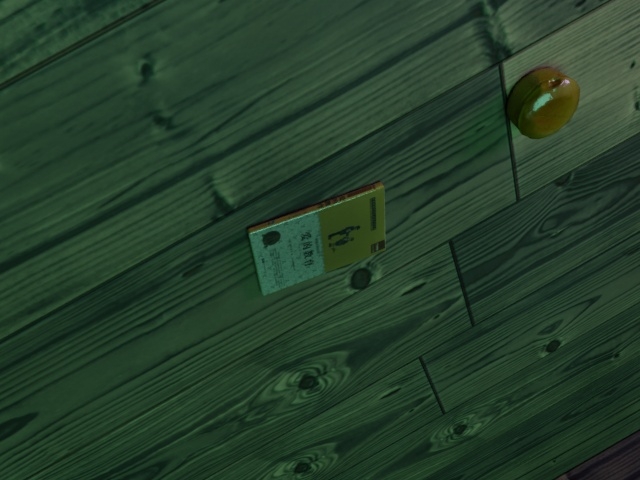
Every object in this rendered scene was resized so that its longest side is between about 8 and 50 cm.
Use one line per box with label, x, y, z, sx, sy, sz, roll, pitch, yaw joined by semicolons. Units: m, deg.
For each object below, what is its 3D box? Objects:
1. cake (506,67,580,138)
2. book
cake;0.263;-0.161;0.794;0.084;0.044;0.084;-17;140;-15
book;0.000;0.000;0.823;0.172;0.012;0.118;-20;139;-12
